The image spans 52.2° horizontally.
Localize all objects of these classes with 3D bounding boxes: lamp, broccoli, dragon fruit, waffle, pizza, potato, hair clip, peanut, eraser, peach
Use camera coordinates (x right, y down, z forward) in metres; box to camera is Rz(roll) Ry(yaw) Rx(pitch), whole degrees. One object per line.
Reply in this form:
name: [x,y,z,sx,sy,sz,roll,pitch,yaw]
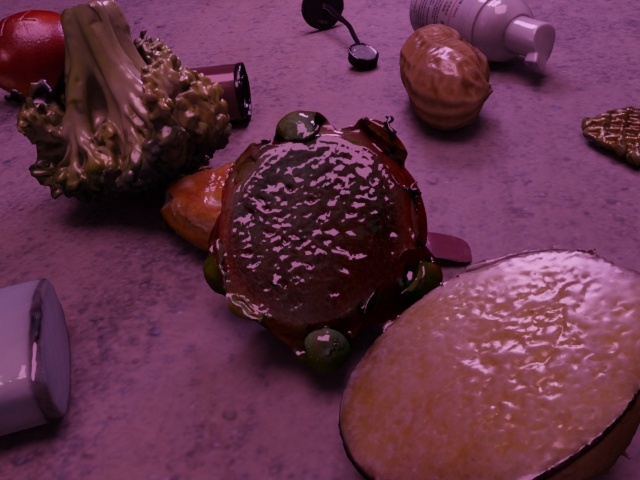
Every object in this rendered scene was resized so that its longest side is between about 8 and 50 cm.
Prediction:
lamp: [0.056,-0.479,1.543,0.130,0.108,0.371,-9,48,-23]
broccoli: [-0.308,-0.207,0.975,0.293,0.280,0.348,-22,21,-21]
dragon fruit: [0.000,0.000,0.726,0.269,0.130,0.295,3,74,3]
waffle: [0.509,-0.167,1.009,0.169,0.036,0.183,-15,36,-13]
pizza: [-0.059,-0.049,0.904,0.336,0.086,0.226,6,40,19]
potato: [0.161,0.134,0.583,0.299,0.116,0.239,-36,37,-19]
hair clip: [0.124,0.012,0.841,0.137,0.022,0.054,-1,38,9]
peanut: [0.220,-0.306,1.175,0.153,0.140,0.325,-14,32,14]
eraser: [-0.422,0.145,0.685,0.290,0.104,0.189,-14,40,-9]
peach: [-0.640,-0.417,1.463,0.226,0.196,0.190,-12,-1,-2]

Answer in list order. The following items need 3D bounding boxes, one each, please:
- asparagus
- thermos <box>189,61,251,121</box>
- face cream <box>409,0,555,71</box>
asparagus: [-0.219,-0.083,1.037,0.034,0.027,0.236,-10,33,16]
thermos: [-0.303,-0.252,1.244,0.330,0.136,0.109,-5,7,4]
face cream: [0.347,-0.442,1.342,0.145,0.145,0.370,-23,38,-21]
